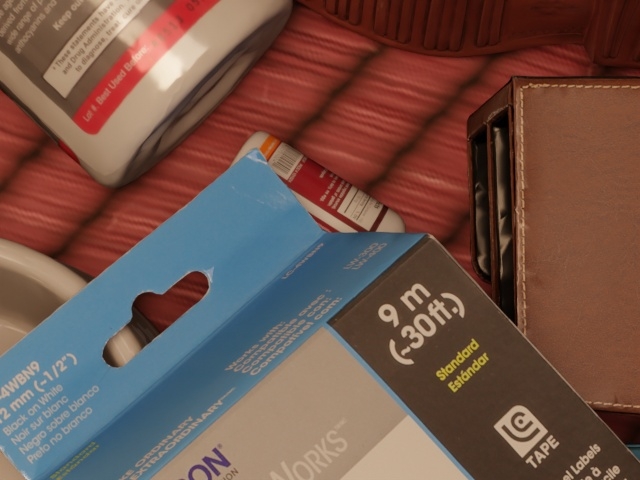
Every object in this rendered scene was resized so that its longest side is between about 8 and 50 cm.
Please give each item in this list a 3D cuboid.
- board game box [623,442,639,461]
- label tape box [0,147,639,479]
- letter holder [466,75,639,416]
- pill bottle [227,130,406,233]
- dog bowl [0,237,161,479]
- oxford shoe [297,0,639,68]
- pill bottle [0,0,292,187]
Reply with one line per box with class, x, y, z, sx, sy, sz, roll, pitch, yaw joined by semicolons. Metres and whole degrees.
board game box;0.222;0.294;1.022;0.253;0.079;0.336;-4;82;28
label tape box;0.004;0.128;0.923;0.249;0.115;0.348;-40;87;-25
letter holder;0.260;0.010;1.089;0.302;0.152;0.214;-1;85;-6
pill bottle;0.000;0.000;1.094;0.152;0.086;0.086;32;81;-1
dog bowl;-0.239;0.151;1.004;0.348;0.102;0.349;0;70;1
oxford shoe;0.123;-0.206;1.137;0.348;0.123;0.130;10;56;-3
pill bottle;-0.186;-0.201;1.055;0.318;0.176;0.176;44;81;1
